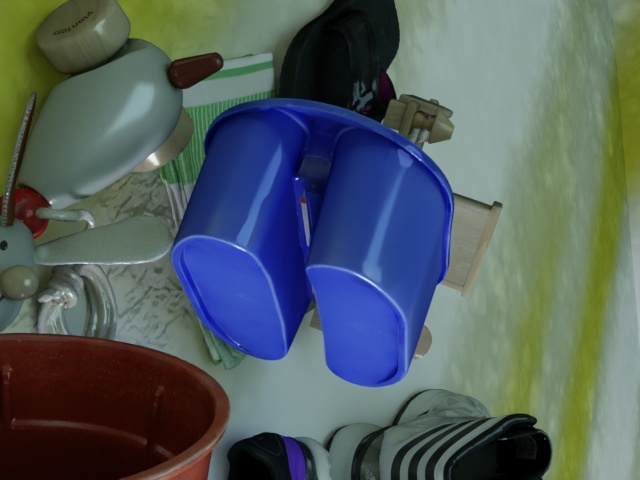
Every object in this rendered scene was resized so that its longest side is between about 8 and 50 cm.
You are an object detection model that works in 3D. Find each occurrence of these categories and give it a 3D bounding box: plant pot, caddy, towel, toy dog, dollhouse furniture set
[{"bbox_3d":[-0.202,0.226,0.572,0.272,0.272,0.265,-13,111,-59],"label":"plant pot"},{"bbox_3d":[0.000,0.000,0.860,0.341,0.241,0.179,81,26,-61],"label":"caddy"},{"bbox_3d":[-0.088,-0.045,1.024,0.248,0.038,0.325,-31,111,-57],"label":"towel"},{"bbox_3d":[-0.182,-0.067,0.752,0.220,0.161,0.334,34,56,-51],"label":"toy dog"},{"bbox_3d":[0.145,-0.027,1.210,0.355,0.174,0.303,-36,145,-73],"label":"dollhouse furniture set"}]

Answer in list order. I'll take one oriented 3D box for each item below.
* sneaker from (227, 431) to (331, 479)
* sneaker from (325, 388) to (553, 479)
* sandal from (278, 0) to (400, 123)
[{"bbox_3d":[-0.071,0.344,0.932,0.146,0.102,0.293,30,55,-49],"label":"sneaker"},{"bbox_3d":[0.219,0.308,1.253,0.447,0.257,0.169,0,85,-59],"label":"sneaker"},{"bbox_3d":[0.052,-0.243,1.203,0.167,0.107,0.446,65,32,-33],"label":"sandal"}]
